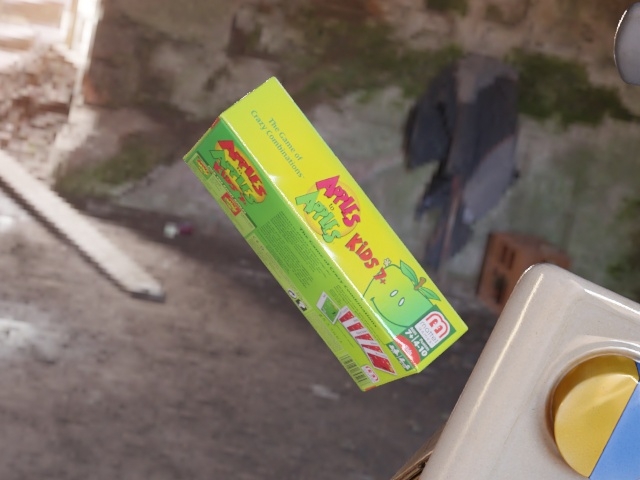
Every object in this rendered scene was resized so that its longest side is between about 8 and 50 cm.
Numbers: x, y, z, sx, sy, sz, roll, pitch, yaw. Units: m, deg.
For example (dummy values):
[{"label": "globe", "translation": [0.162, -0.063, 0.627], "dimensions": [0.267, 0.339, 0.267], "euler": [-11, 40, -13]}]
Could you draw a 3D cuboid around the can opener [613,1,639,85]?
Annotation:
[{"label": "can opener", "translation": [0.379, -0.171, 1.679], "dimensions": [0.095, 0.076, 0.283], "euler": [8, -34, 12]}]

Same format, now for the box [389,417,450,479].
[{"label": "box", "translation": [0.156, 0.204, 1.608], "dimensions": [0.021, 0.164, 0.201], "euler": [49, 38, 5]}]

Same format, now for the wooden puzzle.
[{"label": "wooden puzzle", "translation": [0.255, 0.229, 1.165], "dimensions": [0.348, 0.322, 0.080], "euler": [26, 15, 5]}]

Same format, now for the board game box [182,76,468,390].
[{"label": "board game box", "translation": [0.000, 0.000, 0.863], "dimensions": [0.043, 0.181, 0.092], "euler": [-38, 2, -23]}]
